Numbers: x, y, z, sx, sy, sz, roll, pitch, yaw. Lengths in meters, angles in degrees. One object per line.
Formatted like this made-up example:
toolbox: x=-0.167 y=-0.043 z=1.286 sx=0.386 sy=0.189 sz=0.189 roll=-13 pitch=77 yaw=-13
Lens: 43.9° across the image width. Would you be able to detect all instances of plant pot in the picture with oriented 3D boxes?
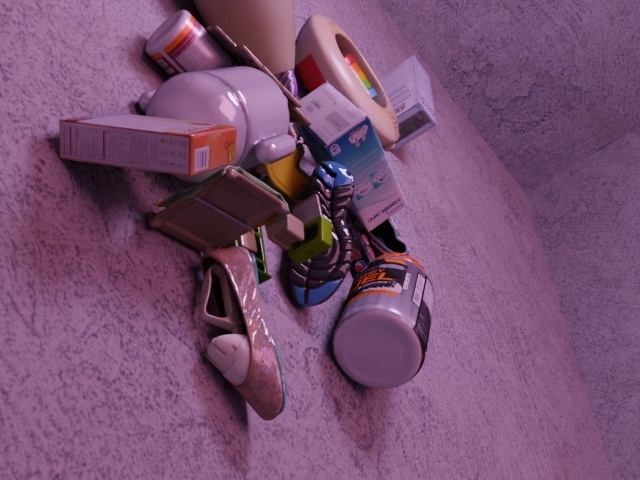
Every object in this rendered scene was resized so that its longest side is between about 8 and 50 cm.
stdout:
plant pot: x=-0.162 y=-0.529 z=1.918 sx=0.256 sy=0.257 sz=0.274 roll=-45 pitch=119 yaw=-66

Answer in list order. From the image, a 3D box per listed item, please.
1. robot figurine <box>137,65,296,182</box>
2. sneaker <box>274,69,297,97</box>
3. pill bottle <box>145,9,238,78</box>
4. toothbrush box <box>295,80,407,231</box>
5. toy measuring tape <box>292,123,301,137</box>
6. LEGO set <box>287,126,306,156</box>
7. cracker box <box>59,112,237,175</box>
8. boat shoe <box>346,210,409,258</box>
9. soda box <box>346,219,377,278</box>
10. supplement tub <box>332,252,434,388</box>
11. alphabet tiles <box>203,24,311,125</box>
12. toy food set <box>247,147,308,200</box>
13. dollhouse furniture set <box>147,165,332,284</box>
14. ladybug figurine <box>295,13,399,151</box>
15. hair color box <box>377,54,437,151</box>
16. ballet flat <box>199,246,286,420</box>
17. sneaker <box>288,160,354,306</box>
robot figurine: x=-0.190 y=-0.220 z=1.489 sx=0.300 sy=0.199 sz=0.353 roll=22 pitch=23 yaw=19
sneaker: x=-0.104 y=-0.475 z=2.072 sx=0.105 sy=0.095 sz=0.236 roll=-12 pitch=76 yaw=-47
pill bottle: x=-0.248 y=-0.361 z=1.659 sx=0.221 sy=0.121 sz=0.121 roll=44 pitch=27 yaw=-30
toothbrush box: x=0.067 y=-0.199 z=1.903 sx=0.216 sy=0.126 sz=0.295 roll=50 pitch=-6 yaw=46
toy measuring tape: x=0.022 y=-0.242 z=2.090 sx=0.330 sy=0.121 sz=0.121 roll=4 pitch=57 yaw=-48
LEGO set: x=-0.094 y=-0.244 z=1.840 sx=0.287 sy=0.107 sz=0.132 roll=29 pitch=37 yaw=-48
cracker box: x=-0.269 y=-0.155 z=1.253 sx=0.156 sy=0.232 sz=0.067 roll=-32 pitch=129 yaw=-66
boat shoe: x=0.147 y=-0.049 z=2.020 sx=0.116 sy=0.099 sz=0.319 roll=-10 pitch=55 yaw=-16
soda box: x=0.098 y=0.038 z=1.938 sx=0.053 sy=0.060 sz=0.168 roll=13 pitch=50 yaw=-59
supplement tub: x=0.145 y=0.160 z=1.723 sx=0.193 sy=0.194 sz=0.316 roll=53 pitch=24 yaw=-13
alphabet tiles: x=-0.155 y=-0.358 z=1.736 sx=0.285 sy=0.011 sz=0.342 roll=43 pitch=-5 yaw=-23
toy food set: x=-0.108 y=-0.166 z=1.753 sx=0.218 sy=0.071 sz=0.128 roll=40 pitch=50 yaw=-50
dollhouse furniture set: x=-0.144 y=-0.068 z=1.417 sx=0.301 sy=0.198 sz=0.151 roll=33 pitch=37 yaw=-46
ladybug figurine: x=0.067 y=-0.441 z=2.321 sx=0.449 sy=0.162 sz=0.305 roll=57 pitch=23 yaw=-2
hair color box: x=0.290 y=-0.486 z=2.782 sx=0.113 sy=0.185 sz=0.374 roll=47 pitch=26 yaw=-27
ballet flat: x=-0.144 y=0.149 z=1.308 sx=0.106 sy=0.107 sz=0.316 roll=8 pitch=50 yaw=-35
sneaker: x=0.000 y=0.000 z=1.704 sx=0.125 sy=0.139 sz=0.340 roll=19 pitch=59 yaw=-10
